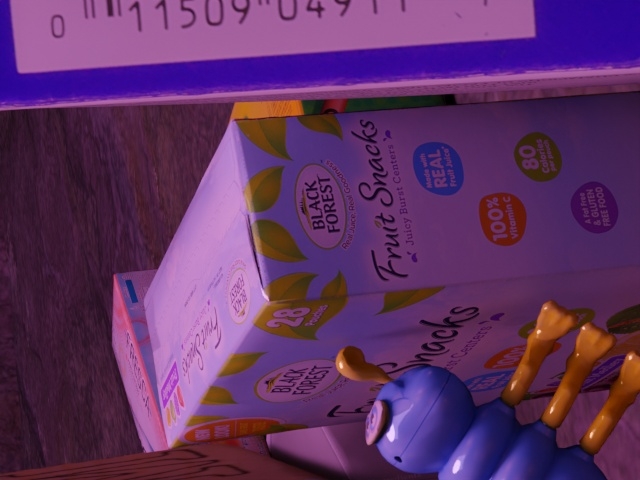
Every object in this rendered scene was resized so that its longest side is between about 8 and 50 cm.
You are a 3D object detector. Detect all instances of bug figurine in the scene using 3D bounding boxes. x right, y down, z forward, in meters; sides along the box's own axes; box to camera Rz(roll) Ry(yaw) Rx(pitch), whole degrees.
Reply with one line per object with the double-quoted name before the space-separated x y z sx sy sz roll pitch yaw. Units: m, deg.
"bug figurine" 0.075 0.150 0.672 0.072 0.216 0.279 -56 -8 -40

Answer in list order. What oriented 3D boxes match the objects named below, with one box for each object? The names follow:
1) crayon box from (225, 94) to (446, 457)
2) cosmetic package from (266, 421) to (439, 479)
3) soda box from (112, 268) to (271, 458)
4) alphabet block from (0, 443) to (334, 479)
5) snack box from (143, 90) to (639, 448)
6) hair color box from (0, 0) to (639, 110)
"crayon box" 0.000 0.000 1.065 0.278 0.081 0.165 112 148 -58
"cosmetic package" 0.051 0.155 0.915 0.238 0.107 0.127 -115 26 -55
"soda box" -0.080 0.095 1.119 0.183 0.058 0.063 -113 23 -48
"alphabet block" -0.095 0.208 0.904 0.197 0.193 0.192 180 86 -73
"snack box" 0.053 0.012 0.681 0.174 0.207 0.070 124 139 -65
"hair color box" 0.031 -0.092 0.519 0.339 0.185 0.110 -13 -79 -76
